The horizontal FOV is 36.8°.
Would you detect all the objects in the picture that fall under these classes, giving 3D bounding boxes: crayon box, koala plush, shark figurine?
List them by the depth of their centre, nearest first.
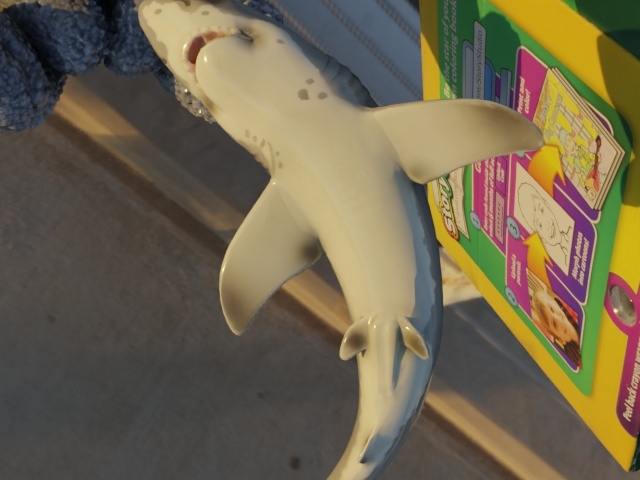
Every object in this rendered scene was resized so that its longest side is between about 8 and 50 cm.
[{"bbox_3d":[0.019,0.022,0.451,0.166,0.116,0.278,-2,104,10],"label":"shark figurine"},{"bbox_3d":[-0.123,-0.200,0.518,0.196,0.221,0.203,-6,59,-14],"label":"koala plush"},{"bbox_3d":[0.194,-0.055,0.723,0.106,0.313,0.363,-23,138,-12],"label":"crayon box"}]
